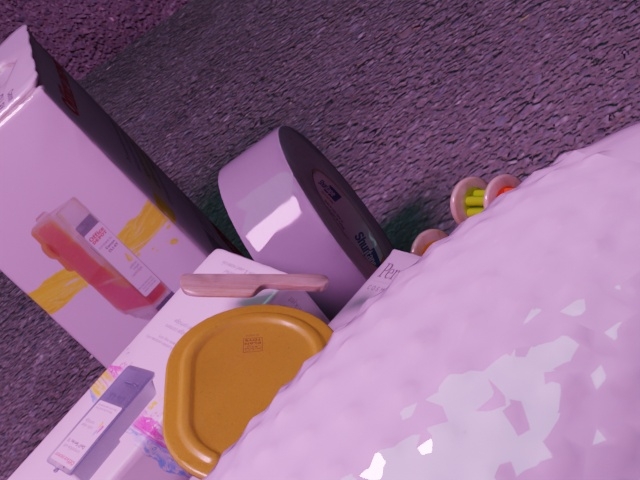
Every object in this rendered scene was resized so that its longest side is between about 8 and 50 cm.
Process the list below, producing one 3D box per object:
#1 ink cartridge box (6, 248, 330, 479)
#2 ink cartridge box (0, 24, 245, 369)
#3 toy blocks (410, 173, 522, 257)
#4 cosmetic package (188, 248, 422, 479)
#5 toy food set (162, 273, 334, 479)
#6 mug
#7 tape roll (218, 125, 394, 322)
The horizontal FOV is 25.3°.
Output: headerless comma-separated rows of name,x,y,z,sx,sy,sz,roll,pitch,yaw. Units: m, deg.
ink cartridge box,-0.114,0.207,1.156,0.353,0.207,0.119,-49,36,-16
ink cartridge box,-0.223,-0.009,1.472,0.160,0.384,0.279,-41,24,2
toy blocks,0.163,-0.008,1.294,0.123,0.054,0.148,-52,26,-19
cosmetic package,0.026,0.202,1.030,0.385,0.156,0.217,-50,26,-15
toy food set,-0.043,0.115,1.020,0.128,0.071,0.218,-4,38,2
mug,0.115,0.126,0.623,0.328,0.276,0.374,-50,-7,0
tape roll,0.000,0.000,1.325,0.072,0.219,0.219,-37,25,12
